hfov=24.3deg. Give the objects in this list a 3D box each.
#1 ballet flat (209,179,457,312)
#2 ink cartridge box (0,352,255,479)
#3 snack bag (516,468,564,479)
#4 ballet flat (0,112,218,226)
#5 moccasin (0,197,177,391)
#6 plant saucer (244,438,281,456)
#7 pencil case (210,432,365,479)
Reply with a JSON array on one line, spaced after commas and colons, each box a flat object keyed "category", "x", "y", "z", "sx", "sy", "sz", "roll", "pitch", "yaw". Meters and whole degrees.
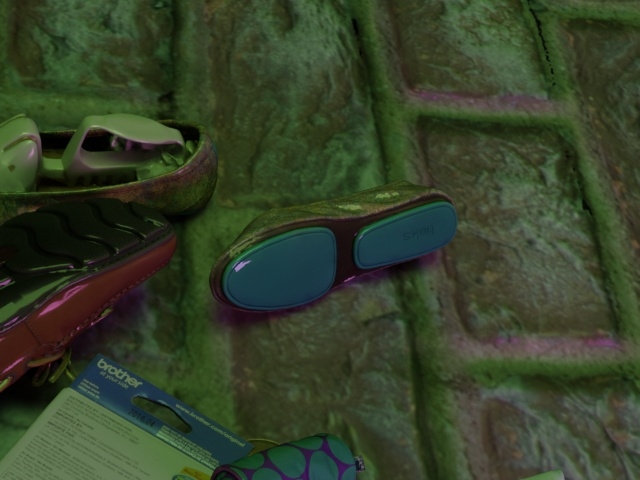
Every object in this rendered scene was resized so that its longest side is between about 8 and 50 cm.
[{"category": "ballet flat", "x": 0.000, "y": 0.000, "z": 1.606, "sx": 0.316, "sy": 0.108, "sz": 0.106, "roll": -12, "pitch": 31, "yaw": -32}, {"category": "ink cartridge box", "x": -0.211, "y": 0.254, "z": 1.310, "sx": 0.185, "sy": 0.065, "sz": 0.311, "roll": 28, "pitch": 49, "yaw": 11}, {"category": "snack bag", "x": 0.085, "y": 0.354, "z": 1.246, "sx": 0.342, "sy": 0.037, "sz": 0.323, "roll": -11, "pitch": 47, "yaw": -1}, {"category": "ballet flat", "x": -0.277, "y": -0.083, "z": 1.583, "sx": 0.348, "sy": 0.123, "sz": 0.123, "roll": -3, "pitch": 48, "yaw": -18}, {"category": "moccasin", "x": -0.291, "y": 0.083, "z": 1.414, "sx": 0.139, "sy": 0.147, "sz": 0.380, "roll": 25, "pitch": 47, "yaw": 30}, {"category": "plant saucer", "x": -0.056, "y": 0.226, "z": 1.413, "sx": 0.083, "sy": 0.015, "sz": 0.083, "roll": 8, "pitch": 45, "yaw": -8}, {"category": "pencil case", "x": -0.032, "y": 0.220, "z": 1.346, "sx": 0.151, "sy": 0.064, "sz": 0.070, "roll": -9, "pitch": 72, "yaw": -47}]
